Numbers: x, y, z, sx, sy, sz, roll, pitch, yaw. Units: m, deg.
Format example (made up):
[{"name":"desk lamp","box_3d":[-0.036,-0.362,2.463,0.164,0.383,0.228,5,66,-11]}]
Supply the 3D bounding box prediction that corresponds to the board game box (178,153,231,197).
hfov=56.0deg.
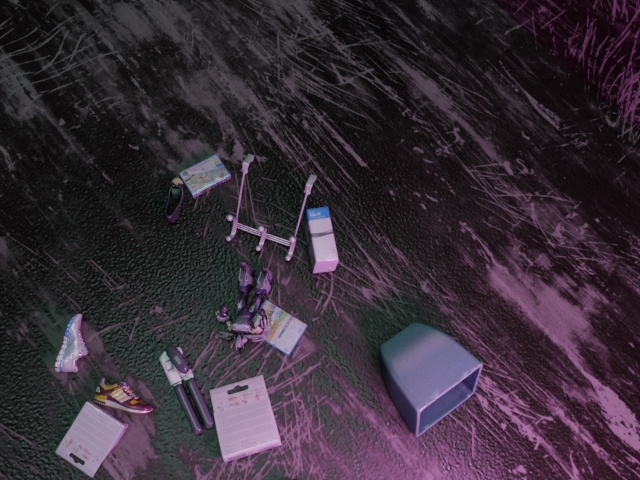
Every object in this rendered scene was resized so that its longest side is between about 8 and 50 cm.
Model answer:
[{"name":"board game box","box_3d":[-0.413,-0.232,2.157,0.154,0.026,0.103,-30,75,-14]}]

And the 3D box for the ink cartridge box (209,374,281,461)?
[{"name":"ink cartridge box","box_3d":[-0.237,0.552,1.878,0.181,0.056,0.224,-14,53,-10]}]

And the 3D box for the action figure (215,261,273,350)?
[{"name":"action figure","box_3d":[-0.242,0.221,1.959,0.186,0.099,0.284,7,64,10]}]

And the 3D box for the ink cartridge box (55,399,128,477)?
[{"name":"ink cartridge box","box_3d":[-0.691,0.599,1.827,0.145,0.045,0.179,31,88,6]}]

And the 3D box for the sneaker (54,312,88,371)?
[{"name":"sneaker","box_3d":[-0.770,0.326,1.904,0.083,0.071,0.190,12,77,-7]}]

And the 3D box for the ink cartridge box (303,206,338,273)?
[{"name":"ink cartridge box","box_3d":[0.000,0.000,2.043,0.082,0.139,0.190,-7,70,-8]}]

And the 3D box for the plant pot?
[{"name":"plant pot","box_3d":[0.314,0.408,1.873,0.247,0.247,0.252,-33,58,-15]}]

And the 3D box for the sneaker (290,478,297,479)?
[{"name":"sneaker","box_3d":[-0.075,0.849,1.745,0.118,0.110,0.292,-11,69,2]}]

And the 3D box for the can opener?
[{"name":"can opener","box_3d":[-0.419,0.456,1.862,0.076,0.095,0.283,-26,73,-13]}]

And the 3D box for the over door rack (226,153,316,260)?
[{"name":"over door rack","box_3d":[-0.175,-0.095,1.982,0.240,0.324,0.108,19,32,2]}]

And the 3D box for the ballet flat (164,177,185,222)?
[{"name":"ballet flat","box_3d":[-0.507,-0.144,2.103,0.058,0.049,0.173,4,69,-4]}]

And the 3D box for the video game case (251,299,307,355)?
[{"name":"video game case","box_3d":[-0.144,0.288,1.991,0.166,0.015,0.119,31,71,7]}]

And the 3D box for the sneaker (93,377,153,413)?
[{"name":"sneaker","box_3d":[-0.600,0.478,1.853,0.186,0.069,0.083,14,74,0]}]
